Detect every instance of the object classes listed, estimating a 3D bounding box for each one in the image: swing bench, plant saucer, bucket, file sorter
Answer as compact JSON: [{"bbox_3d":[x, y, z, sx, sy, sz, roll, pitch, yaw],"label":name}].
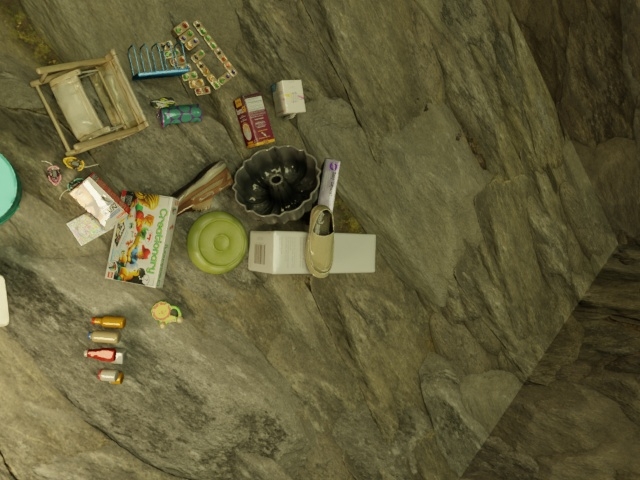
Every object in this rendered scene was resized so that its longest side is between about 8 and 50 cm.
[{"bbox_3d":[-0.723,-0.433,1.633,0.255,0.165,0.253,-30,106,-32],"label":"swing bench"},{"bbox_3d":[-0.376,0.009,1.927,0.241,0.037,0.240,-1,92,-32],"label":"plant saucer"},{"bbox_3d":[-0.998,-0.154,1.460,0.281,0.183,0.280,-1,93,-31],"label":"bucket"},{"bbox_3d":[-0.549,-0.606,1.740,0.171,0.118,0.104,-16,105,-26],"label":"file sorter"}]

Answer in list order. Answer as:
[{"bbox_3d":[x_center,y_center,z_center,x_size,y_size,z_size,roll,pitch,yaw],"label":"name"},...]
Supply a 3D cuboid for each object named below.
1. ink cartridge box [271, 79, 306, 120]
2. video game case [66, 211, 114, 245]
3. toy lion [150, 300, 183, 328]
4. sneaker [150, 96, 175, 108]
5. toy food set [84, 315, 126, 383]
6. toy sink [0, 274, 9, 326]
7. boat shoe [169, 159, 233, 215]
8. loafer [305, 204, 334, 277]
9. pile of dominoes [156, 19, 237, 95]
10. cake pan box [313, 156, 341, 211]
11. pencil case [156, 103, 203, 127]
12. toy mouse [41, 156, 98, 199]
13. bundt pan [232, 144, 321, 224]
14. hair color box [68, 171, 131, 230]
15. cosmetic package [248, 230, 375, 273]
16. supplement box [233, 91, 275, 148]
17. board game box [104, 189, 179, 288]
[{"bbox_3d":[-0.124,-0.548,2.025,0.090,0.092,0.143,-14,100,-31],"label":"ink cartridge box"},{"bbox_3d":[-0.760,-0.050,1.709,0.122,0.011,0.087,-35,109,-25],"label":"video game case"},{"bbox_3d":[-0.550,0.259,1.838,0.100,0.034,0.095,-15,92,-30],"label":"toy lion"},{"bbox_3d":[-0.553,-0.484,1.809,0.084,0.031,0.035,-4,52,-17],"label":"sneaker"},{"bbox_3d":[-0.713,0.371,1.706,0.105,0.111,0.232,5,101,-1],"label":"toy food set"},{"bbox_3d":[-1.031,0.178,1.486,0.234,0.131,0.152,-7,96,-26],"label":"toy sink"},{"bbox_3d":[-0.437,-0.153,1.839,0.324,0.123,0.116,-44,115,-20],"label":"boat shoe"},{"bbox_3d":[0.000,0.000,1.845,0.102,0.092,0.268,0,85,-9],"label":"loafer"},{"bbox_3d":[-0.438,-0.658,1.863,0.196,0.040,0.251,-47,113,-21],"label":"pile of dominoes"},{"bbox_3d":[0.016,-0.178,2.038,0.070,0.267,0.245,12,85,-4],"label":"cake pan box"},{"bbox_3d":[-0.494,-0.440,1.823,0.152,0.064,0.070,-17,139,-30],"label":"pencil case"},{"bbox_3d":[-0.815,-0.200,1.656,0.161,0.031,0.143,14,93,-27],"label":"toy mouse"},{"bbox_3d":[-0.150,-0.193,1.921,0.330,0.331,0.124,-52,153,-19],"label":"bundt pan"},{"bbox_3d":[-0.707,-0.124,1.659,0.093,0.053,0.167,-36,114,9],"label":"hair color box"},{"bbox_3d":[-0.030,0.045,2.026,0.454,0.230,0.161,2,90,-32],"label":"cosmetic package"},{"bbox_3d":[-0.251,-0.450,1.945,0.081,0.104,0.188,-22,102,-28],"label":"supplement box"},{"bbox_3d":[-0.593,-0.006,1.721,0.193,0.053,0.304,8,86,13],"label":"board game box"}]
